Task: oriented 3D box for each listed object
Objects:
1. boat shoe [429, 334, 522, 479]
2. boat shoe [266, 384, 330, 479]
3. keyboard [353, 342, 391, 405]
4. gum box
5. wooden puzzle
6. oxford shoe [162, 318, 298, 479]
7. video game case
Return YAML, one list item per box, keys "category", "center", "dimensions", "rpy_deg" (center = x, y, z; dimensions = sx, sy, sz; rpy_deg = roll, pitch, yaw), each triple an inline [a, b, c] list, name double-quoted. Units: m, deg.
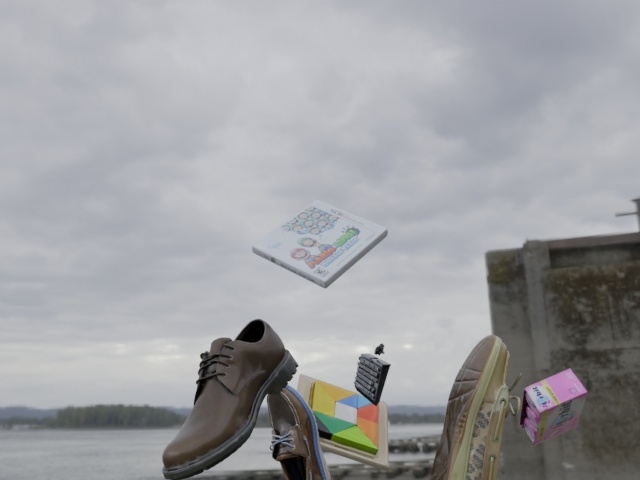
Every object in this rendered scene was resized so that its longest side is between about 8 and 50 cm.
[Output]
- category: "boat shoe"
  center: [0.245, 0.288, 0.982]
  dimensions: [0.089, 0.285, 0.104]
  rpy_deg: [21, -13, -3]
- category: "boat shoe"
  center: [-0.040, 0.307, 0.965]
  dimensions: [0.066, 0.183, 0.066]
  rpy_deg: [-26, -3, 29]
- category: "keyboard"
  center: [0.096, 0.246, 1.216]
  dimensions: [0.023, 0.108, 0.180]
  rpy_deg: [19, -6, -8]
- category: "gum box"
  center: [0.491, 0.360, 1.357]
  dimensions: [0.107, 0.062, 0.188]
  rpy_deg: [-22, -40, -5]
- category: "wooden puzzle"
  center: [0.049, 0.389, 1.409]
  dimensions: [0.221, 0.044, 0.238]
  rpy_deg: [19, 22, -5]
- category: "oxford shoe"
  center: [-0.108, 0.160, 0.681]
  dimensions: [0.083, 0.096, 0.227]
  rpy_deg: [-19, 16, 26]
- category: "video game case"
  center: [0.000, 0.000, 0.972]
  dimensions: [0.143, 0.157, 0.019]
  rpy_deg: [25, -45, 31]
